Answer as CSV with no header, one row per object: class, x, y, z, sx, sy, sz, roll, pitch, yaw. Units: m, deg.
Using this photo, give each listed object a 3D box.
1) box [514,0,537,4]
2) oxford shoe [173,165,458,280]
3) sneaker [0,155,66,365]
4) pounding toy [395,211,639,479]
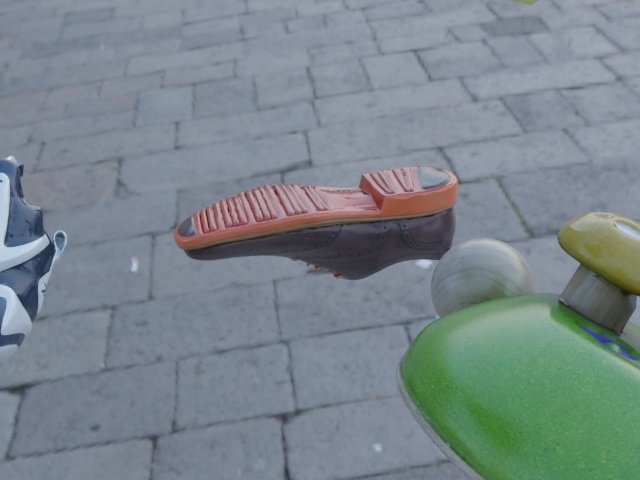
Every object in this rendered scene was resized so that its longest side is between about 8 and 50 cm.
box,0.177,-0.301,1.018,0.058,0.087,0.232,-32,-11,34
oxford shoe,0.000,0.000,0.937,0.272,0.098,0.097,-7,25,-5
sneaker,-0.306,-0.022,0.771,0.235,0.094,0.153,30,57,-1
pounding toy,0.137,0.044,0.409,0.183,0.110,0.237,28,13,0
